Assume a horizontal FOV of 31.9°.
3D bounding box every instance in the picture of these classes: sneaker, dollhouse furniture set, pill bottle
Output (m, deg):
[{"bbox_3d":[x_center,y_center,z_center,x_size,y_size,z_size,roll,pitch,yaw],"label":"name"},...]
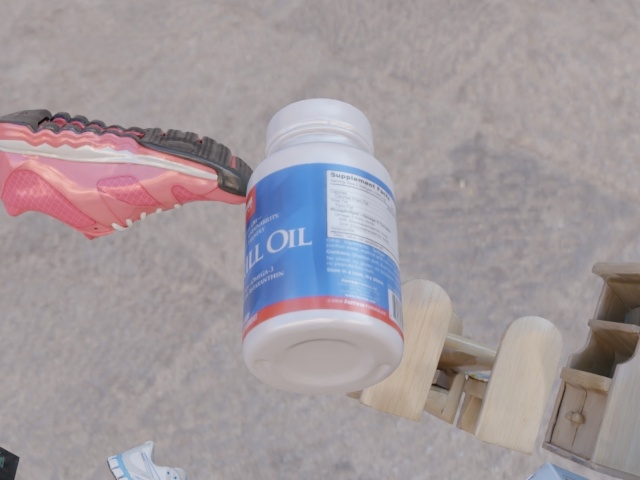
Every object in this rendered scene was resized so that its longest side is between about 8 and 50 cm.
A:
[{"bbox_3d":[-0.202,0.344,1.470,0.083,0.071,0.191,-31,69,-15],"label":"sneaker"},{"bbox_3d":[0.216,0.106,1.356,0.394,0.362,0.256,18,85,-9],"label":"dollhouse furniture set"},{"bbox_3d":[0.000,0.000,0.895,0.124,0.124,0.222,-5,56,5],"label":"pill bottle"},{"bbox_3d":[-0.227,-0.063,1.305,0.313,0.136,0.116,10,17,1],"label":"sneaker"}]

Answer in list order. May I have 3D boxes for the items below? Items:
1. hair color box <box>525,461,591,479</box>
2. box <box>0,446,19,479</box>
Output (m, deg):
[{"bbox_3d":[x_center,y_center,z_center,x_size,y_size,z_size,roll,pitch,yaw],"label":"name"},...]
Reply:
[{"bbox_3d":[0.309,0.391,1.319,0.185,0.374,0.114,-44,49,15],"label":"hair color box"},{"bbox_3d":[-0.445,0.295,1.448,0.062,0.083,0.052,-37,32,26],"label":"box"}]
